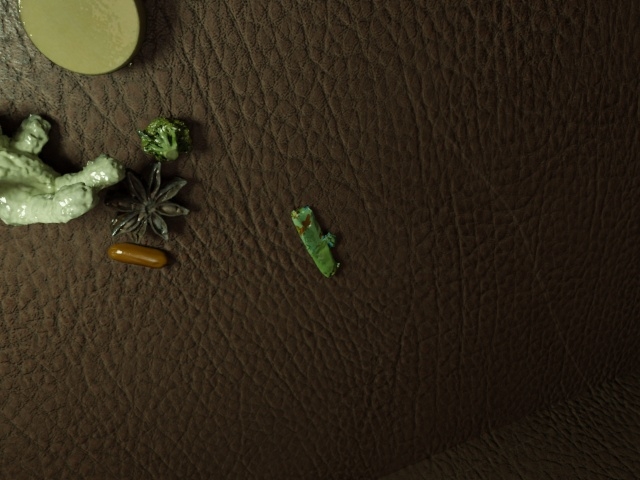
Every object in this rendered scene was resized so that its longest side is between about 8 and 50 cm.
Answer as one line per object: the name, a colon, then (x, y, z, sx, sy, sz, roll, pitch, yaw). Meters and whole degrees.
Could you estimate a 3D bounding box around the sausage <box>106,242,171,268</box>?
sausage: (-0.529, 0.044, 1.478, 0.183, 0.054, 0.062, 16, 83, -22)

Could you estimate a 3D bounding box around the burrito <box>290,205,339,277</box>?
burrito: (0.000, 0.000, 1.625, 0.104, 0.054, 0.288, -28, 120, -4)

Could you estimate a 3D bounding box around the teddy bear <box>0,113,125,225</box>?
teddy bear: (-0.717, -0.210, 1.132, 0.375, 0.327, 0.362, -11, 124, 22)

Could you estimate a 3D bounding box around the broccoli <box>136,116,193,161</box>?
broccoli: (-0.401, -0.261, 1.319, 0.130, 0.120, 0.131, -20, 146, -15)

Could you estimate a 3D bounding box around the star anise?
star anise: (-0.486, -0.106, 1.383, 0.236, 0.109, 0.223, -54, 143, -2)

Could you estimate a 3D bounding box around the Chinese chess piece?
Chinese chess piece: (-0.532, -0.510, 1.139, 0.273, 0.102, 0.273, -6, 124, -9)
